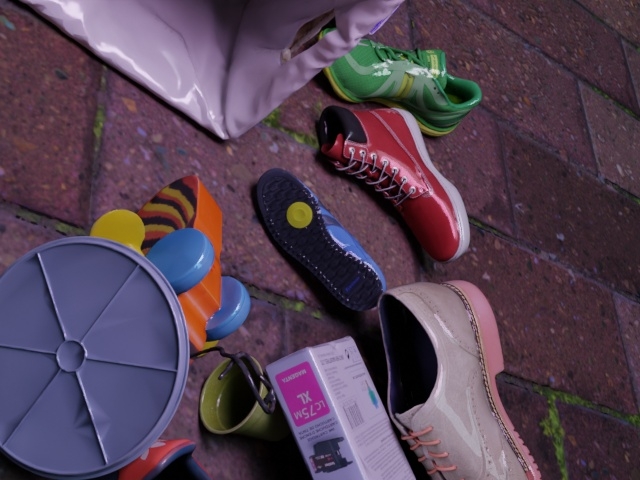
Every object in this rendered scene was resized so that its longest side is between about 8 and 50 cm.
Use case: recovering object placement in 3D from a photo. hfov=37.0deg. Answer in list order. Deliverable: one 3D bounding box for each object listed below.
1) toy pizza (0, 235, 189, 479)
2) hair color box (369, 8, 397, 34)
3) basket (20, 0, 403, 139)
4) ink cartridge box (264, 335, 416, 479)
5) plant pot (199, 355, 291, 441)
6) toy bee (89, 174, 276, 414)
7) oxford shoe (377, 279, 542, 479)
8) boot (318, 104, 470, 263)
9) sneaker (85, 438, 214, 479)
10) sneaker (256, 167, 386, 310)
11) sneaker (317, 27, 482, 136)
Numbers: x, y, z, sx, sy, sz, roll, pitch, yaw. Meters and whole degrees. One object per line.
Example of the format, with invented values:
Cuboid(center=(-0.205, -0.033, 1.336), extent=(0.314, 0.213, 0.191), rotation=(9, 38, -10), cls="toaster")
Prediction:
Cuboid(center=(-0.202, 0.097, 0.799), extent=(0.032, 0.201, 0.201), rotation=(35, 33, -74), cls="toy pizza")
Cuboid(center=(-0.032, -0.449, 1.317), extent=(0.339, 0.110, 0.185), rotation=(36, 16, -23), cls="hair color box")
Cuboid(center=(-0.107, -0.350, 1.059), extent=(0.331, 0.328, 0.266), rotation=(35, 43, -25), cls="basket")
Cuboid(center=(0.052, 0.255, 0.988), extent=(0.311, 0.065, 0.186), rotation=(64, 13, 9), cls="ink cartridge box")
Cuboid(center=(-0.066, 0.168, 0.971), extent=(0.079, 0.083, 0.083), rotation=(36, 43, -42), cls="plant pot")
Cuboid(center=(-0.158, 0.059, 0.895), extent=(0.195, 0.162, 0.298), rotation=(62, 5, -20), cls="toy bee")
Cuboid(center=(0.144, 0.237, 1.090), extent=(0.147, 0.140, 0.396), rotation=(5, 63, -40), cls="oxford shoe")
Cuboid(center=(0.089, -0.073, 1.274), extent=(0.176, 0.088, 0.244), rotation=(-4, 61, -47), cls="boot")
Cuboid(center=(-0.076, 0.320, 0.798), extent=(0.350, 0.148, 0.131), rotation=(56, 39, -3), cls="sneaker")
Cuboid(center=(0.000, 0.000, 1.160), extent=(0.209, 0.069, 0.082), rotation=(48, 8, 1), cls="sneaker")
Cuboid(center=(0.116, -0.246, 1.378), extent=(0.296, 0.123, 0.109), rotation=(16, 56, -38), cls="sneaker")
